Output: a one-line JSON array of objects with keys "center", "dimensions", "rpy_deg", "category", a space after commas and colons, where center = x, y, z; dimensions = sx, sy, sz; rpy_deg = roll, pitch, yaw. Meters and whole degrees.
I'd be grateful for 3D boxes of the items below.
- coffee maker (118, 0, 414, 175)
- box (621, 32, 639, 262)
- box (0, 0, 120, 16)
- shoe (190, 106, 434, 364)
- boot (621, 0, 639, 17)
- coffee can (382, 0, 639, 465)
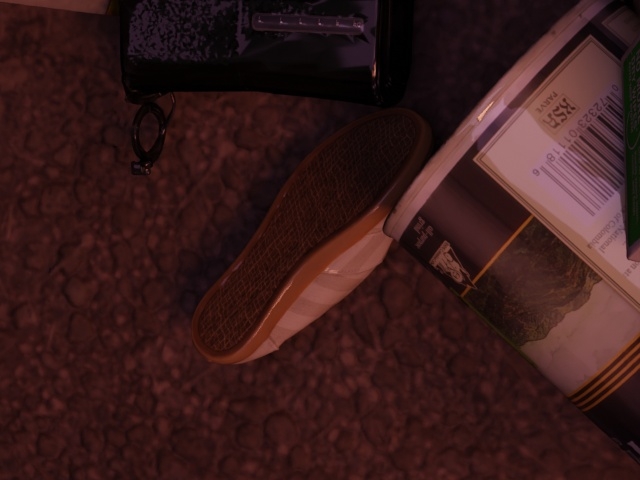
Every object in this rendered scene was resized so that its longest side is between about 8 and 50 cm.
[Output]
[{"center": [-0.031, -0.131, 0.991], "dimensions": [0.178, 0.120, 0.171], "rpy_deg": [6, 120, 14], "category": "coffee maker"}, {"center": [0.300, -0.072, 0.701], "dimensions": [0.262, 0.231, 0.126], "rpy_deg": [4, 73, -7], "category": "box"}, {"center": [-0.151, -0.224, 0.937], "dimensions": [0.044, 0.233, 0.159], "rpy_deg": [16, 99, 12], "category": "box"}, {"center": [0.000, 0.000, 1.020], "dimensions": [0.219, 0.058, 0.076], "rpy_deg": [-47, 54, 10], "category": "shoe"}, {"center": [0.225, -0.162, 0.951], "dimensions": [0.118, 0.042, 0.087], "rpy_deg": [28, 99, 9], "category": "boot"}, {"center": [0.204, 0.013, 0.891], "dimensions": [0.275, 0.201, 0.201], "rpy_deg": [43, 103, 7], "category": "coffee can"}]
